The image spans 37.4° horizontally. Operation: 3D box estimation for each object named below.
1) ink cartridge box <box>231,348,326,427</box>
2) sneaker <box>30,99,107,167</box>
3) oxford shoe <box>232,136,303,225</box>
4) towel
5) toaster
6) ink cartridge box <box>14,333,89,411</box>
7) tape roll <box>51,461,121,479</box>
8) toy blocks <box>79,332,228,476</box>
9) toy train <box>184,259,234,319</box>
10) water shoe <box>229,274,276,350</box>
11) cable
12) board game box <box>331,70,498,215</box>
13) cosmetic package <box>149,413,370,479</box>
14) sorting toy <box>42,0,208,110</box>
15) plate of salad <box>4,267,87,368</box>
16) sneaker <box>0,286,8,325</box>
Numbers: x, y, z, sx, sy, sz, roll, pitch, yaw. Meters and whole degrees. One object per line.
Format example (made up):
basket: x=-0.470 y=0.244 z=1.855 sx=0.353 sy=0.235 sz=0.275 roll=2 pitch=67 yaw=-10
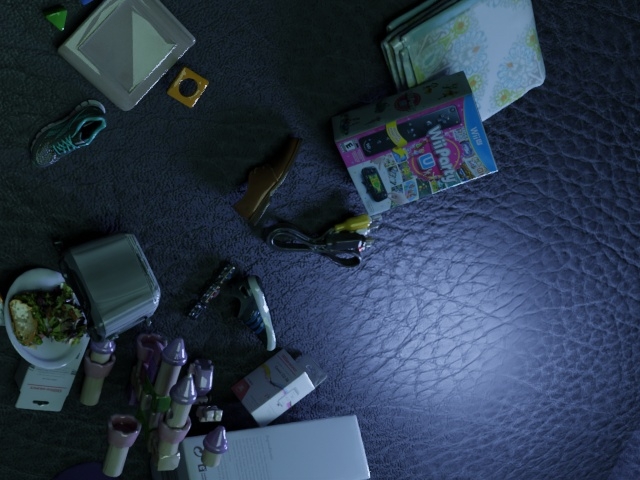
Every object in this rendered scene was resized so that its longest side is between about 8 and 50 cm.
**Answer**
ink cartridge box: x=-0.097 y=0.335 z=2.229 sx=0.198 sy=0.115 sz=0.067 roll=-36 pitch=128 yaw=-11
sneaker: x=-0.461 y=-0.191 z=1.736 sx=0.166 sy=0.076 sz=0.065 roll=-43 pitch=129 yaw=-5
oxford shoe: x=-0.109 y=-0.139 z=1.995 sx=0.076 sy=0.076 sz=0.212 roll=34 pitch=83 yaw=0
towel: x=0.323 y=-0.410 z=2.101 sx=0.374 sy=0.090 sz=0.320 roll=-32 pitch=131 yaw=-13
toaster: x=-0.414 y=0.079 z=1.855 sx=0.146 sy=0.227 sz=0.129 roll=-23 pitch=167 yaw=-25
ink cartridge box: x=-0.556 y=0.255 z=1.933 sx=0.104 sy=0.060 sz=0.180 roll=14 pitch=107 yaw=-37
tape roll: x=-0.529 y=0.599 z=2.130 sx=0.189 sy=0.080 sz=0.189 roll=-15 pitch=123 yaw=-25
toy blocks: x=-0.313 y=0.293 z=1.958 sx=0.309 sy=0.288 sz=0.260 roll=4 pitch=118 yaw=-30
toy train: x=-0.239 y=0.110 z=2.073 sx=0.158 sy=0.027 sz=0.036 roll=-52 pitch=133 yaw=3
water shoe: x=-0.154 y=0.166 z=2.143 sx=0.080 sy=0.073 sz=0.203 roll=-13 pitch=120 yaw=0
cable: x=0.000 y=0.000 z=2.163 sx=0.287 sy=0.072 sz=0.139 roll=0 pitch=133 yaw=-18
board game box: x=0.205 y=-0.208 z=2.053 sx=0.303 sy=0.097 sz=0.224 roll=-20 pitch=129 yaw=10
cosmetic package: x=-0.141 y=0.534 z=2.218 sx=0.453 sy=0.161 sz=0.230 roll=-2 pitch=159 yaw=-31
sorting toy: x=-0.354 y=-0.360 z=1.732 sx=0.196 sy=0.047 sz=0.348 roll=-44 pitch=129 yaw=2
plate of salad: x=-0.524 y=0.149 z=1.834 sx=0.200 sy=0.048 sz=0.199 roll=28 pitch=54 yaw=-48
sneaker: x=-0.673 y=0.080 z=1.745 sx=0.121 sy=0.099 sz=0.262 roll=-27 pitch=125 yaw=-12
